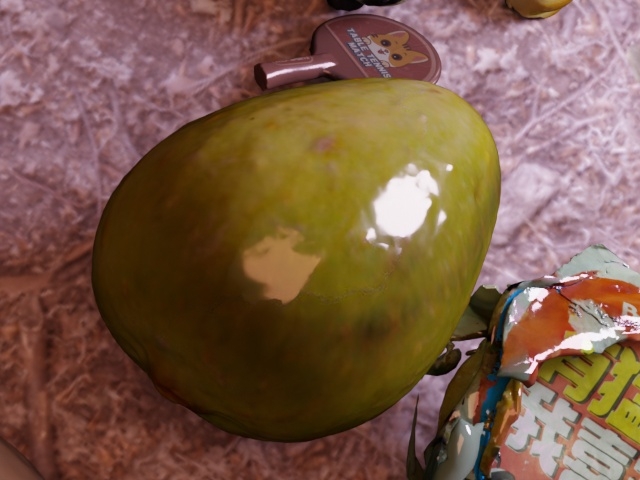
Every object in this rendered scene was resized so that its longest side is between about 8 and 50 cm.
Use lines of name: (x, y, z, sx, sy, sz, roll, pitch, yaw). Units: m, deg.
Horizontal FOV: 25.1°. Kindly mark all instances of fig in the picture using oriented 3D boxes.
fig: (0.000, 0.000, 1.062, 0.326, 0.258, 0.258, -37, 87, -20)

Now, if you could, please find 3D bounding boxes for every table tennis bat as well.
table tennis bat: (0.011, -0.111, 1.211, 0.170, 0.119, 0.107, -14, 50, -30)

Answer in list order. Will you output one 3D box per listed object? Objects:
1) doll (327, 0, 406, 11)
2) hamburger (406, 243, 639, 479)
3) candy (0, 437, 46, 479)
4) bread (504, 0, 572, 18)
doll: (0.073, -0.299, 1.197, 0.135, 0.143, 0.234, 10, 79, 9)
hamburger: (0.157, 0.152, 1.110, 0.276, 0.150, 0.260, -35, 118, -21)
candy: (-0.299, 0.348, 0.988, 0.386, 0.186, 0.427, -36, 92, -17)
bread: (0.199, -0.277, 1.222, 0.083, 0.094, 0.157, -4, 82, -17)
